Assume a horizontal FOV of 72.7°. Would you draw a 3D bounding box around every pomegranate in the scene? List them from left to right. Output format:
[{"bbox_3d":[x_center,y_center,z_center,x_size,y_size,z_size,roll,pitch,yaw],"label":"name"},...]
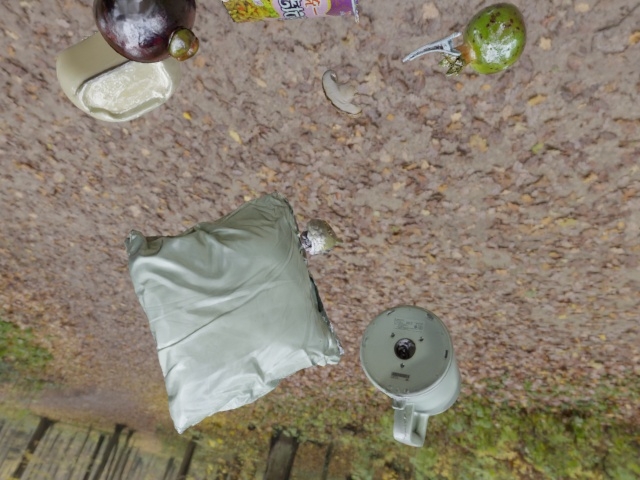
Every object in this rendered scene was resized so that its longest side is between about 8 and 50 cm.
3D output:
[{"bbox_3d":[0.559,-0.671,1.464,0.285,0.231,0.231,-23,159,-24],"label":"pomegranate"}]

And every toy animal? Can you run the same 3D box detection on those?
[{"bbox_3d":[0.000,0.000,1.172,0.098,0.098,0.137,-8,156,31],"label":"toy animal"}]

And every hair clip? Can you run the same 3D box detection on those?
[{"bbox_3d":[0.207,-0.348,0.807,0.115,0.030,0.039,2,114,47],"label":"hair clip"}]

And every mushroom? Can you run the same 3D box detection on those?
[{"bbox_3d":[0.033,-0.231,0.692,0.049,0.101,0.019,-29,158,-2],"label":"mushroom"}]

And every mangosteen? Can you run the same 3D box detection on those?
[{"bbox_3d":[-0.242,-0.322,0.630,0.152,0.153,0.152,10,149,6],"label":"mangosteen"}]

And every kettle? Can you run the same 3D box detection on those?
[{"bbox_3d":[0.240,0.332,1.057,0.205,0.265,0.318,-24,146,7],"label":"kettle"}]

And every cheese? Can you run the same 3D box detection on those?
[{"bbox_3d":[-0.421,-0.377,0.925,0.266,0.233,0.127,-28,152,-1],"label":"cheese"}]

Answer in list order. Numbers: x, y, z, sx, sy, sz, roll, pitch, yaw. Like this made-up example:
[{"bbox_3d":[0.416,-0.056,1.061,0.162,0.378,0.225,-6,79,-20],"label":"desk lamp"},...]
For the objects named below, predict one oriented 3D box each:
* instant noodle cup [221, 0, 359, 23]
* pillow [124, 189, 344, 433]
[{"bbox_3d":[-0.071,-0.584,0.861,0.265,0.340,0.340,-9,145,9],"label":"instant noodle cup"},{"bbox_3d":[-0.126,0.095,0.675,0.283,0.310,0.138,-16,-178,-18],"label":"pillow"}]
